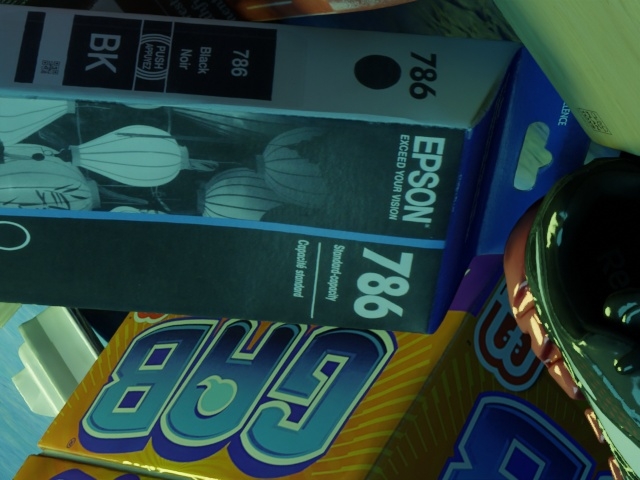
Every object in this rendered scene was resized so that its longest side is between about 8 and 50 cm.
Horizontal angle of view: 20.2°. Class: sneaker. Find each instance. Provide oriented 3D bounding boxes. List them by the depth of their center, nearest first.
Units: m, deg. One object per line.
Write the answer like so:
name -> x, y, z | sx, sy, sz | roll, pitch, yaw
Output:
sneaker -> 0.172, 0.075, 0.791 | 0.276, 0.098, 0.135 | 60, 172, 20

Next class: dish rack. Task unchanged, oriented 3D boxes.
dish rack -> -0.157, 0.175, 1.435 | 0.285, 0.072, 0.333 | 58, 172, 3

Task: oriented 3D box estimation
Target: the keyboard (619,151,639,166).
keyboard -> 0.201, -0.025, 0.808 | 0.100, 0.038, 0.192 | 47, 154, -19

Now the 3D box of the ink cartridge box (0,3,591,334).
ink cartridge box -> -0.033, -0.030, 0.866 | 0.333, 0.065, 0.165 | 3, 141, -2

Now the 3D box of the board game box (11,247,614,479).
board game box -> 0.025, 0.246, 1.113 | 0.356, 0.356, 0.356 | 45, 155, -26

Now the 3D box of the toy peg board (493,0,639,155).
toy peg board -> 0.140, -0.109, 0.720 | 0.161, 0.079, 0.161 | 51, 169, -26

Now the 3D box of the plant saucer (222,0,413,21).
plant saucer -> -0.071, -0.185, 0.790 | 0.259, 0.047, 0.258 | 44, 175, -14

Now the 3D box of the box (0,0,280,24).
box -> -0.168, -0.077, 1.111 | 0.381, 0.143, 0.191 | 5, 140, 53

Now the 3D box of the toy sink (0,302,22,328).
toy sink -> -0.347, 0.021, 1.514 | 0.131, 0.153, 0.234 | 48, 155, -21
